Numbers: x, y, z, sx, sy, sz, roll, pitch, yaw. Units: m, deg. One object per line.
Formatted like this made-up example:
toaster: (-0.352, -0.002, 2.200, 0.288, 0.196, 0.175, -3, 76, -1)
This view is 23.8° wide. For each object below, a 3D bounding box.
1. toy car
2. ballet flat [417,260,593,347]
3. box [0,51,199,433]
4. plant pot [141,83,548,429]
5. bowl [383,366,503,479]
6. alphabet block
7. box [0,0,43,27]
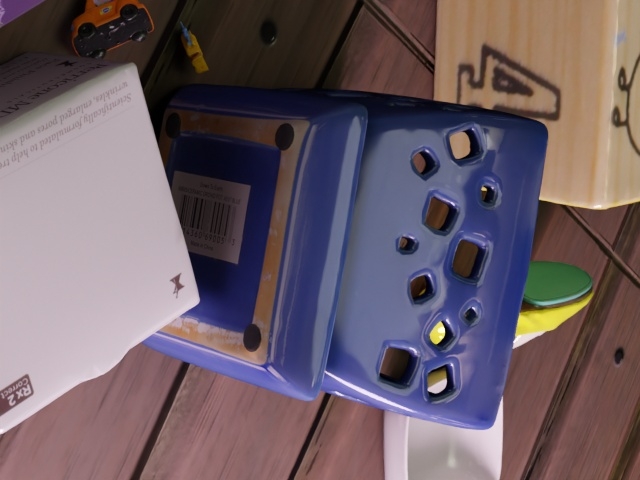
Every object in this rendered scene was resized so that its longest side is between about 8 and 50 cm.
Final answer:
toy car: (-0.134, -0.146, 1.088, 0.040, 0.060, 0.122, 65, 14, 23)
ballet flat: (0.166, 0.070, 1.436, 0.231, 0.077, 0.077, -8, 126, -44)
box: (-0.195, -0.005, 0.975, 0.181, 0.119, 0.182, -34, 123, -38)
plant pot: (0.000, 0.000, 1.117, 0.212, 0.236, 0.236, 7, 94, -41)
bowl: (0.106, 0.183, 1.399, 0.142, 0.053, 0.142, -18, 111, -45)
alphabet block: (0.227, -0.146, 1.353, 0.192, 0.193, 0.197, -12, 108, -44)
box: (-0.150, -0.291, 0.970, 0.293, 0.057, 0.201, -40, 124, -34)
